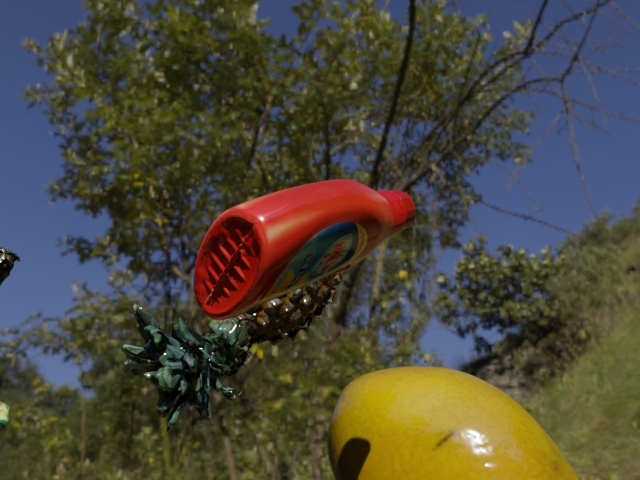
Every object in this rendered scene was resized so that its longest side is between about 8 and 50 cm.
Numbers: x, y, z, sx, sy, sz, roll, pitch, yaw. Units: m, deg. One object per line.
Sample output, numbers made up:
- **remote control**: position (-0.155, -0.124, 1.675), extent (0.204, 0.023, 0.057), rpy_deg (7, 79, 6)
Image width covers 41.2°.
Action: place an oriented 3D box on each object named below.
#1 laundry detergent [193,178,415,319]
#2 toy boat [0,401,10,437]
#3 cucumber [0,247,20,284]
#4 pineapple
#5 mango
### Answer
- **laundry detergent**: position (0.000, 0.000, 0.539), extent (0.165, 0.049, 0.097), rpy_deg (-16, -29, -46)
- **toy boat**: position (-0.273, 0.203, 0.534), extent (0.108, 0.293, 0.099), rpy_deg (-36, -62, 20)
- **cucumber**: position (-0.408, 0.067, 0.933), extent (0.181, 0.053, 0.053), rpy_deg (-37, -31, -5)
- **pineapple**: position (-0.062, 0.056, 0.698), extent (0.083, 0.221, 0.103), rpy_deg (23, -44, 34)
- **mango**: position (0.122, 0.246, 0.720), extent (0.211, 0.317, 0.173), rpy_deg (-33, -18, 13)
